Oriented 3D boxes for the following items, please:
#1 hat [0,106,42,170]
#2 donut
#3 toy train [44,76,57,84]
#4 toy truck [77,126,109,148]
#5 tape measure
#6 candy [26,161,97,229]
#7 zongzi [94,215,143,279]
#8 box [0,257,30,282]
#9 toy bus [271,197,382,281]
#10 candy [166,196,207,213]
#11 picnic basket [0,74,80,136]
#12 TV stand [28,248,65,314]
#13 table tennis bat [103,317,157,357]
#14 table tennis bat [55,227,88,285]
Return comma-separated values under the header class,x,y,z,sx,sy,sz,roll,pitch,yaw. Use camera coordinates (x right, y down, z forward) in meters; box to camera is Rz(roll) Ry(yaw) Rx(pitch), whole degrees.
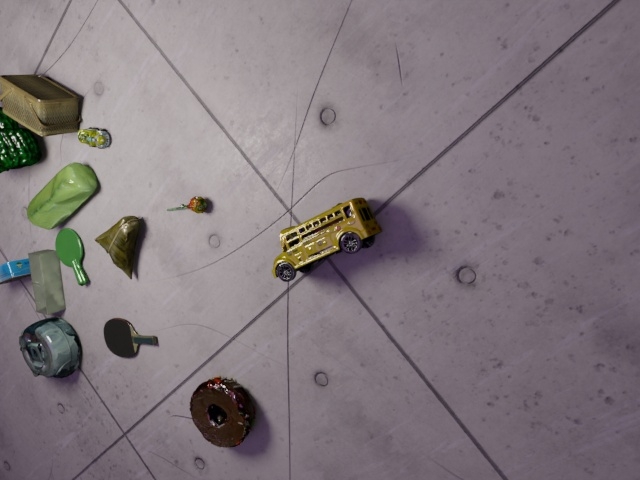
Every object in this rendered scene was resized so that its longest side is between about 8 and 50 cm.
class,x,y,z,sx,sy,sz,roll,pitch,yaw
hat,-1.274,-0.436,1.719,0.275,0.242,0.331,-9,108,18
donut,-0.353,0.618,1.587,0.270,0.103,0.269,5,103,22
toy train,-1.046,-0.612,1.709,0.083,0.017,0.017,38,116,14
toy truck,-0.846,-0.381,1.628,0.111,0.077,0.076,15,107,22
tape measure,-1.196,0.483,1.932,0.257,0.147,0.274,0,102,25
candy,-1.029,-0.176,1.737,0.344,0.132,0.142,-30,44,25
zongzi,-0.716,0.025,1.643,0.205,0.094,0.204,-30,91,27
box,-1.354,0.136,1.939,0.194,0.139,0.073,-17,92,27
toy bus,0.000,0.000,1.272,0.332,0.145,0.151,-24,88,25
candy,-0.473,-0.116,1.528,0.201,0.061,0.060,-4,99,34
picnic basket,-1.050,-0.509,1.640,0.267,0.165,0.139,30,122,17
TV stand,-1.188,0.180,1.899,0.083,0.088,0.269,4,102,25
table tennis bat,-0.786,0.400,1.790,0.302,0.022,0.173,-5,98,27
table tennis bat,-1.039,0.070,1.837,0.161,0.039,0.256,-29,82,26
